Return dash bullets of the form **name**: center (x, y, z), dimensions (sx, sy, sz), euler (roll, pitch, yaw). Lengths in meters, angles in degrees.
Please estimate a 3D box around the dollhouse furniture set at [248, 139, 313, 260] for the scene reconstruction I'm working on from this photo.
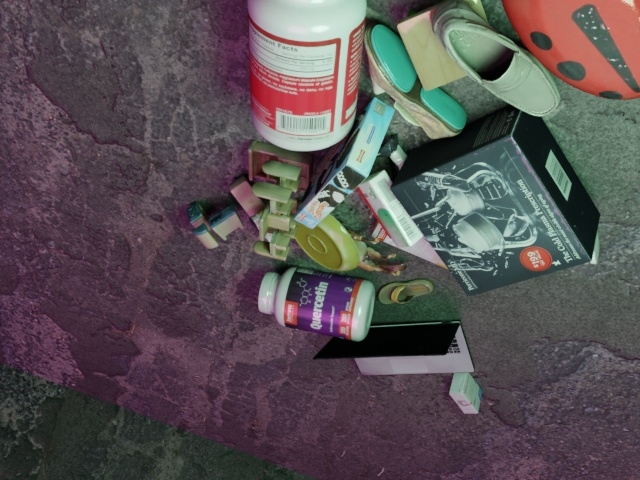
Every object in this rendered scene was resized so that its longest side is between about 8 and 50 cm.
- **dollhouse furniture set**: center (-0.128, -0.116, 1.775), dimensions (0.160, 0.242, 0.212), euler (14, 140, 8)

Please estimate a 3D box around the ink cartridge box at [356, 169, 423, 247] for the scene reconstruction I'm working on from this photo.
- **ink cartridge box**: center (0.145, -0.068, 1.739), dimensions (0.181, 0.056, 0.224), euler (57, 164, -7)

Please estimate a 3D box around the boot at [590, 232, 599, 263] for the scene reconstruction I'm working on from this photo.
- **boot**: center (0.609, -0.022, 1.724), dimensions (0.086, 0.069, 0.190), euler (-1, 128, 34)

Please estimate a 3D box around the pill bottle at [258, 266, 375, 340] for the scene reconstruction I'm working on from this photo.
- **pill bottle**: center (-0.011, 0.180, 2.112), dimensions (0.322, 0.182, 0.182), euler (9, 139, 12)

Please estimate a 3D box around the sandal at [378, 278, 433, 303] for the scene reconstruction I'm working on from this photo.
- **sandal**: center (0.241, 0.155, 2.082), dimensions (0.180, 0.049, 0.072), euler (-15, 129, 35)

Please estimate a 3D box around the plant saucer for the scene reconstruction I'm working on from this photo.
- **plant saucer**: center (0.000, 0.000, 1.938), dimensions (0.241, 0.037, 0.241), euler (34, 152, 21)

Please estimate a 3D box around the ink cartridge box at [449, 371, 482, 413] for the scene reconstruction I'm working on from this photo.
- **ink cartridge box**: center (0.472, 0.491, 2.339), dimensions (0.052, 0.089, 0.122), euler (-10, 132, 35)

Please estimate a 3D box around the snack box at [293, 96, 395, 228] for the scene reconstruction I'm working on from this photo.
- **snack box**: center (0.047, -0.167, 1.639), dimensions (0.060, 0.187, 0.322), euler (29, 152, -11)

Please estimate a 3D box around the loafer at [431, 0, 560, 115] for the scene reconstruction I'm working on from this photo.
- **loafer**: center (0.338, -0.328, 1.370), dimensions (0.319, 0.112, 0.112), euler (29, 126, -23)

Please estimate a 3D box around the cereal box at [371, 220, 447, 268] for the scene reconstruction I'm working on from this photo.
- **cereal box**: center (0.270, -0.027, 1.863), dimensions (0.240, 0.047, 0.173), euler (24, 141, -3)

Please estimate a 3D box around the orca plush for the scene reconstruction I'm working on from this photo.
- **orca plush**: center (0.199, -0.103, 1.726), dimensions (0.102, 0.151, 0.287), euler (-20, 125, 38)

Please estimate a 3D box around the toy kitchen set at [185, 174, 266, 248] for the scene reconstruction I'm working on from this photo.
- **toy kitchen set**: center (-0.276, -0.103, 1.995), dimensions (0.207, 0.166, 0.122), euler (-33, 126, 2)

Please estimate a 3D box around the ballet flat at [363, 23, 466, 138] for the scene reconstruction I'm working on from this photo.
- **ballet flat**: center (0.176, -0.321, 1.530), dimensions (0.316, 0.108, 0.106), euler (42, 149, -24)

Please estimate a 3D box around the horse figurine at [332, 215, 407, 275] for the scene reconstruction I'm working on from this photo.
- **horse figurine**: center (0.118, 0.025, 1.952), dimensions (0.263, 0.066, 0.174), euler (39, 161, -34)

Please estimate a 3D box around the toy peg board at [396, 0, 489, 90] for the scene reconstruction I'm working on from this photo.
- **toy peg board**: center (0.252, -0.408, 1.430), dimensions (0.160, 0.079, 0.161), euler (-19, 129, 18)

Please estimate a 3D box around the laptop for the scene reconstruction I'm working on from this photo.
- **laptop**: center (0.235, 0.372, 2.164), dimensions (0.381, 0.236, 0.408), euler (-5, 135, 21)

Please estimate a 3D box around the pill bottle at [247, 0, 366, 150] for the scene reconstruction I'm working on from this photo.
- **pill bottle**: center (-0.029, -0.396, 1.425), dimensions (0.228, 0.229, 0.408), euler (14, 140, 8)

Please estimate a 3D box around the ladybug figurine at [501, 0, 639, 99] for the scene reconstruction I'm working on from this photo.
- **ladybug figurine**: center (0.486, -0.403, 1.255), dimensions (0.449, 0.162, 0.305), euler (39, 137, -22)

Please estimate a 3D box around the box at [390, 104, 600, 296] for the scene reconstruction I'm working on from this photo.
- **box**: center (0.390, -0.085, 1.602), dimensions (0.312, 0.179, 0.343), euler (-23, 114, 40)

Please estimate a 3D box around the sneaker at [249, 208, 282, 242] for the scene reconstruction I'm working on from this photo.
- **sneaker**: center (-0.117, -0.038, 1.969), dimensions (0.081, 0.094, 0.208), euler (50, 179, 18)
